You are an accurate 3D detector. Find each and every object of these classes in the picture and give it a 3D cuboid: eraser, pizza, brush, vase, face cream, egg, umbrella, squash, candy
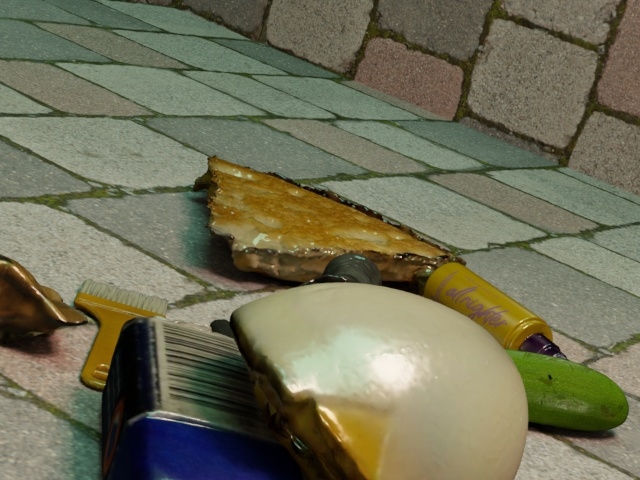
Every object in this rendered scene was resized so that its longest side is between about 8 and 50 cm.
[{"bbox_3d":[-0.099,0.172,1.117,0.155,0.101,0.332,15,16,-14],"label":"eraser"},{"bbox_3d":[0.013,-0.005,1.907,0.392,0.080,0.435,14,17,-10],"label":"pizza"},{"bbox_3d":[-0.217,0.100,1.404,0.103,0.013,0.272,15,16,-7],"label":"brush"},{"bbox_3d":[0.026,0.072,1.613,0.115,0.115,0.237,19,13,5],"label":"vase"},{"bbox_3d":[0.238,0.115,1.726,0.078,0.078,0.273,7,19,-34],"label":"face cream"},{"bbox_3d":[0.061,0.121,1.115,0.286,0.174,0.264,43,5,-36],"label":"egg"},{"bbox_3d":[-0.086,0.123,1.432,0.036,0.031,0.133,8,18,-25],"label":"umbrella"},{"bbox_3d":[0.230,0.167,1.526,0.292,0.082,0.082,11,16,-20],"label":"squash"},{"bbox_3d":[-0.358,0.045,1.294,0.271,0.101,0.143,15,9,-33],"label":"candy"}]
